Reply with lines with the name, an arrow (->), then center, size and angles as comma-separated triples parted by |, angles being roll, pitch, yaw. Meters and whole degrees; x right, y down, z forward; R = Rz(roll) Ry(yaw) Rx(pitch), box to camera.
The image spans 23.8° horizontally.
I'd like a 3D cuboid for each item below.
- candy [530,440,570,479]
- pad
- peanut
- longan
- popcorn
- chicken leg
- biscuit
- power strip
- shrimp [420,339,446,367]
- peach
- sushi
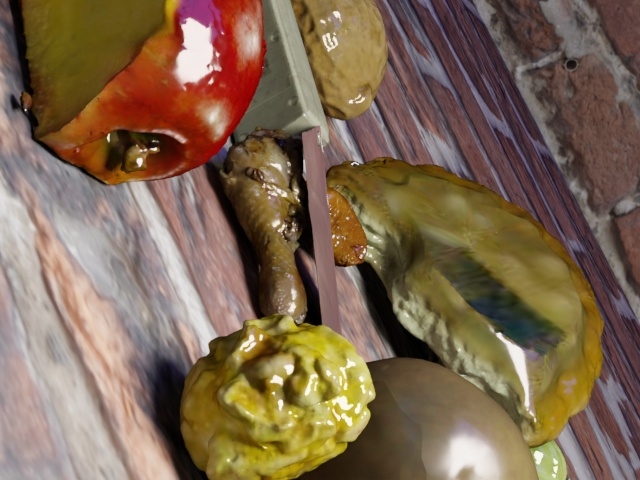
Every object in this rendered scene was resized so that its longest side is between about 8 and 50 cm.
candy -> 0.130, 0.200, 1.356 | 0.335, 0.093, 0.092 | 22, 27, -55
pad -> 0.000, 0.000, 1.264 | 0.113, 0.006, 0.187 | -47, 131, -80
peanut -> 0.002, -0.241, 1.643 | 0.233, 0.110, 0.197 | 61, 13, 6
longan -> 0.063, 0.169, 1.025 | 0.189, 0.189, 0.189 | 53, 17, -25
popcorn -> -0.030, 0.096, 0.938 | 0.116, 0.121, 0.106 | 14, 49, -59
chicken leg -> -0.041, -0.012, 1.216 | 0.085, 0.069, 0.198 | 79, 3, -53
biscuit -> 0.142, 0.035, 1.474 | 0.335, 0.078, 0.329 | 31, 33, -9
power strip -> -0.055, -0.168, 1.398 | 0.052, 0.078, 0.272 | 48, 20, -45
shrimp -> 0.147, 0.132, 1.520 | 0.233, 0.079, 0.090 | 67, -20, 8
peach -> -0.122, -0.165, 1.070 | 0.154, 0.159, 0.267 | 51, 16, -51
sushi -> 0.001, -0.016, 1.359 | 0.060, 0.061, 0.118 | 18, -41, 44
